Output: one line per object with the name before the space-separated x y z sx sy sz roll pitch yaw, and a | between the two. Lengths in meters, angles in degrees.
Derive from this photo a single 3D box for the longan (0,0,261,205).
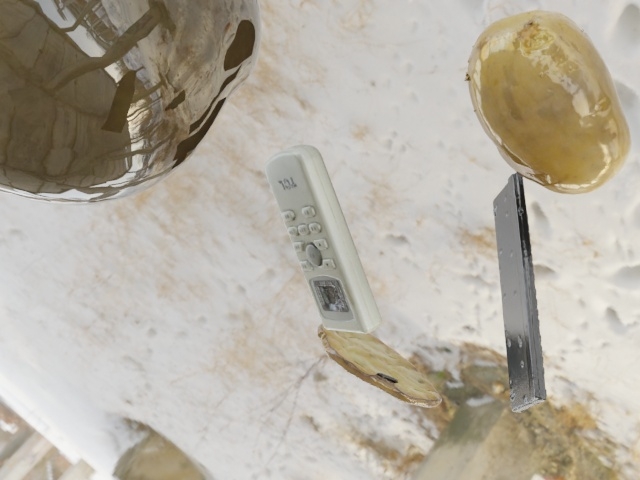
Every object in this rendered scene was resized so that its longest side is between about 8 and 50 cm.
longan | -0.169 -0.150 0.500 0.258 0.258 0.258 33 155 18

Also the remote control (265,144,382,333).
remote control | 0.000 0.000 0.699 0.087 0.029 0.190 -5 107 61

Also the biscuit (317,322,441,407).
biscuit | 0.106 0.228 1.305 0.260 0.041 0.203 32 -171 -1

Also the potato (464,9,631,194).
potato | 0.262 -0.155 0.845 0.233 0.146 0.150 61 -176 -11

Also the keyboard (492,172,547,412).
keyboard | 0.261 0.064 0.947 0.018 0.309 0.101 3 156 -5
